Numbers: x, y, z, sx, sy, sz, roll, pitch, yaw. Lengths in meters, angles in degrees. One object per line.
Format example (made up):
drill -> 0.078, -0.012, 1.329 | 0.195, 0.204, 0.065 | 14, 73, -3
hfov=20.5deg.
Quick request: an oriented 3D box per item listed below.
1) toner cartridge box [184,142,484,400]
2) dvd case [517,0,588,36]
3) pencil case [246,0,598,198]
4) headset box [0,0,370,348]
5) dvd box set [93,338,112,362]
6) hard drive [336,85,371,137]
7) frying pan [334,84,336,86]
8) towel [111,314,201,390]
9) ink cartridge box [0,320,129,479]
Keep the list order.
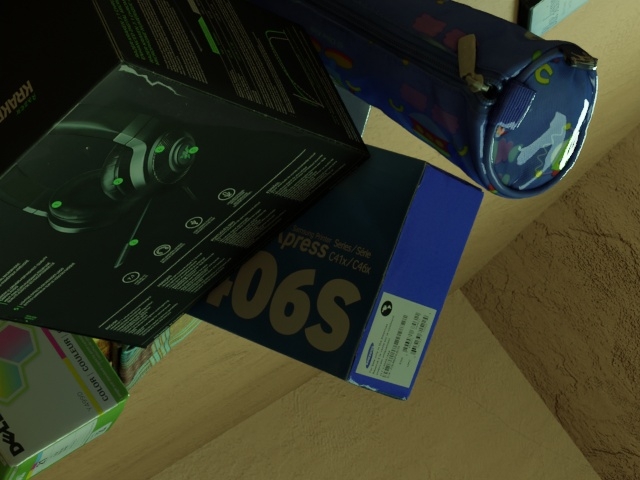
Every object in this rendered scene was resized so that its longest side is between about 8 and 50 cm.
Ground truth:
toner cartridge box -> -0.050, -0.010, 1.348 | 0.075, 0.348, 0.165 | 24, 86, -46
dvd case -> 0.352, -0.343, 2.203 | 0.253, 0.022, 0.180 | -36, 171, -1
pencil case -> 0.065, -0.146, 1.319 | 0.119, 0.306, 0.133 | -57, 146, 3
headset box -> -0.154, -0.061, 1.204 | 0.246, 0.131, 0.283 | -41, 149, 24
dvd box set -> -0.363, 0.149, 1.913 | 0.307, 0.062, 0.420 | -35, 171, -15
hard drive -> 0.012, -0.089, 1.685 | 0.172, 0.054, 0.255 | -78, -176, -69
frying pan -> -0.015, -0.153, 1.471 | 0.053, 0.197, 0.326 | 28, 122, -30
towel -> -0.112, 0.036, 2.162 | 0.370, 0.040, 0.271 | -43, 173, -15
ink cartridge box -> -0.334, 0.144, 1.605 | 0.255, 0.189, 0.097 | -31, 170, -28
